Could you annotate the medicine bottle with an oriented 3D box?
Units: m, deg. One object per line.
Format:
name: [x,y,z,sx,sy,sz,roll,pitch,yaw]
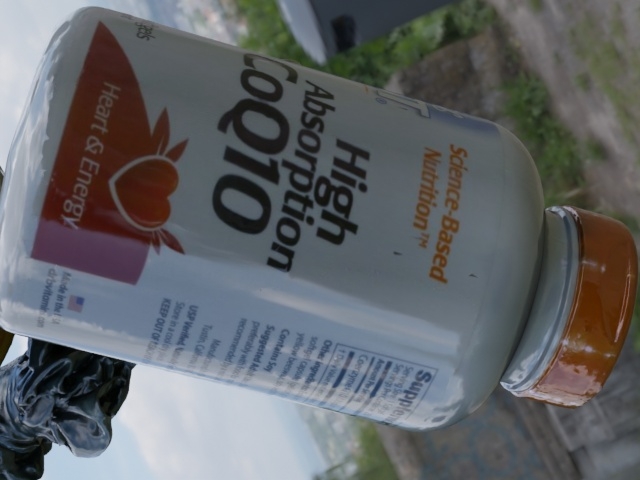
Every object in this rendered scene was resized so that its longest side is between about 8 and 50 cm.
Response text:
medicine bottle: [0.000,0.000,0.583,0.157,0.288,0.157,-165,90,-81]

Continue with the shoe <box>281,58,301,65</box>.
shoe: [-0.124,-0.130,1.734,0.159,0.316,0.124,56,163,12]

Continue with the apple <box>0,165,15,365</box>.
apple: [-0.436,0.024,0.963,0.400,0.334,0.400,24,-174,-3]

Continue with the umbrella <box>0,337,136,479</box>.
umbrella: [-0.246,0.137,1.104,0.143,0.349,0.094,50,-142,-10]
